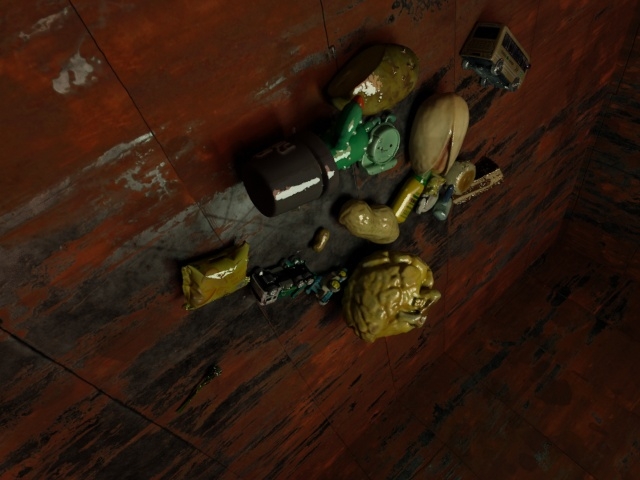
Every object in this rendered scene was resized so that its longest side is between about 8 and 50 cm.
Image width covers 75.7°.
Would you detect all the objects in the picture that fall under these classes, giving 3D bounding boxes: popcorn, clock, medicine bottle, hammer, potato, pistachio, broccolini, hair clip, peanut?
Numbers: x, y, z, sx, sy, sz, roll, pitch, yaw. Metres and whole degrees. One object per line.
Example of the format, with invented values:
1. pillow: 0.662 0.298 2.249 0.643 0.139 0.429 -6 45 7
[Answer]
1. popcorn: 0.264 0.210 1.652 0.391 0.353 0.344 -19 -178 10
2. clock: 0.196 -0.315 1.347 0.148 0.060 0.188 -25 135 -30
3. medicine bottle: 0.361 -0.211 1.593 0.308 0.076 0.111 -61 156 10
4. hammer: 0.535 -0.174 1.756 0.193 0.070 0.116 90 25 -61
5. potato: 0.000 0.000 1.419 0.045 0.046 0.092 23 94 -16
6. pistachio: 0.410 -0.362 1.424 0.188 0.188 0.299 -21 130 -34
7. potato: 0.152 -0.438 1.132 0.298 0.141 0.176 -33 130 -23
8. broccolini: -0.419 0.514 1.415 0.218 0.042 0.044 -48 142 -2
9. hair clip: 0.470 -0.182 1.753 0.116 0.049 0.172 6 118 -43
10. popcorn: 0.444 -0.229 1.647 0.089 0.109 0.097 10 155 -28
11. peanut: 0.183 -0.073 1.476 0.319 0.148 0.147 20 105 -48

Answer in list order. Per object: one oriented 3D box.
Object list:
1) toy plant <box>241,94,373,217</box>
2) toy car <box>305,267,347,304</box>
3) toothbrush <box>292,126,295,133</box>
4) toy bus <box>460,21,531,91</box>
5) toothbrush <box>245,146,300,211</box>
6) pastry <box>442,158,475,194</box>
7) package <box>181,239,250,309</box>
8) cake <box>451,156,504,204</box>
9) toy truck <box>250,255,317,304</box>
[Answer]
1. toy plant: -0.002 -0.218 1.078 0.400 0.185 0.279 -33 149 -27
2. toy car: 0.028 0.152 1.556 0.126 0.098 0.161 -51 -177 46
3. toothbrush: -0.069 -0.272 1.151 0.008 0.006 0.096 -23 136 -15
4. toy bus: 0.629 -0.645 1.462 0.290 0.139 0.157 9 109 -45
5. toothbrush: -0.126 -0.162 1.167 0.030 0.030 0.297 -27 145 10
6. pastry: 0.593 -0.275 1.770 0.166 0.088 0.165 -26 134 -30
7. package: -0.290 0.101 1.161 0.226 0.090 0.168 -23 137 -35
8. cake: 0.709 -0.282 1.924 0.246 0.135 0.112 -28 133 17
9. toy truck: -0.125 0.142 1.360 0.216 0.110 0.116 -16 142 -38
